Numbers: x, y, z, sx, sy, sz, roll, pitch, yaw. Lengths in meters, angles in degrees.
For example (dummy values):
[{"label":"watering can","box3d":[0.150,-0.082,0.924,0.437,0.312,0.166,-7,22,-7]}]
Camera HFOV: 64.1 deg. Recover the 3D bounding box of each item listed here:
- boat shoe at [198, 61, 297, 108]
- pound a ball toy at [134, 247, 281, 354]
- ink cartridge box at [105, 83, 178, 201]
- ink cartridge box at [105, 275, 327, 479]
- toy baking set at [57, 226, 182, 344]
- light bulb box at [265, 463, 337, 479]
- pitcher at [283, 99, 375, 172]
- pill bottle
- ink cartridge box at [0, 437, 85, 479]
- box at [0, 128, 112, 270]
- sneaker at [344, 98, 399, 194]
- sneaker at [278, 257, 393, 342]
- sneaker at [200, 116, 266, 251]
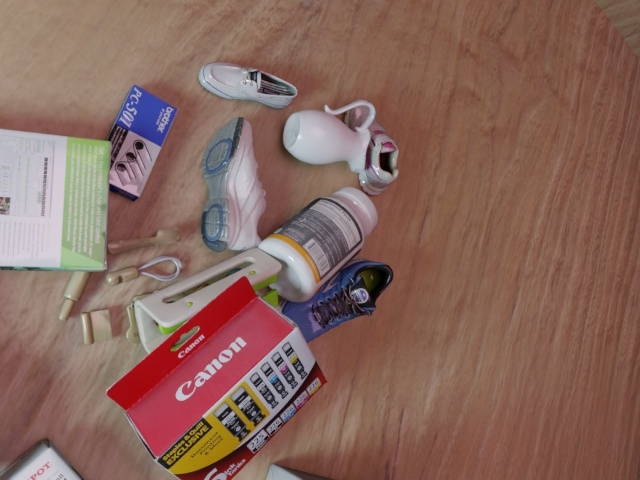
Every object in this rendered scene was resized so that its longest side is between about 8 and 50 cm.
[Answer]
[{"label":"boat shoe","box3d":[-0.157,-0.362,1.156,0.226,0.075,0.083,3,81,-34]},{"label":"pound a ball toy","box3d":[-0.232,0.164,1.007,0.319,0.135,0.208,-27,132,-38]},{"label":"ink cartridge box","box3d":[-0.368,-0.191,1.005,0.097,0.046,0.207,27,69,-28]},{"label":"ink cartridge box","box3d":[-0.168,0.263,0.916,0.309,0.130,0.272,-42,137,-19]},{"label":"toy baking set","box3d":[-0.370,0.078,0.972,0.196,0.030,0.256,23,77,-37]},{"label":"light bulb box","box3d":[0.095,0.626,0.999,0.361,0.358,0.225,28,70,-26]},{"label":"pitcher","box3d":[0.027,-0.263,1.217,0.207,0.125,0.178,8,109,-31]},{"label":"pill bottle","box3d":[0.000,0.000,1.151,0.278,0.162,0.162,-41,105,-37]},{"label":"ink cartridge box","box3d":[-0.443,0.454,0.827,0.153,0.087,0.208,-42,105,-32]},{"label":"box","box3d":[-0.523,-0.067,0.847,0.322,0.058,0.232,3,82,-24]},{"label":"sneaker","box3d":[0.146,-0.250,1.321,0.103,0.111,0.252,-20,93,-35]},{"label":"sneaker","box3d":[0.038,0.131,1.167,0.330,0.147,0.130,-34,101,-31]},{"label":"sneaker","box3d":[-0.179,-0.117,1.103,0.129,0.111,0.297,12,80,-48]}]
